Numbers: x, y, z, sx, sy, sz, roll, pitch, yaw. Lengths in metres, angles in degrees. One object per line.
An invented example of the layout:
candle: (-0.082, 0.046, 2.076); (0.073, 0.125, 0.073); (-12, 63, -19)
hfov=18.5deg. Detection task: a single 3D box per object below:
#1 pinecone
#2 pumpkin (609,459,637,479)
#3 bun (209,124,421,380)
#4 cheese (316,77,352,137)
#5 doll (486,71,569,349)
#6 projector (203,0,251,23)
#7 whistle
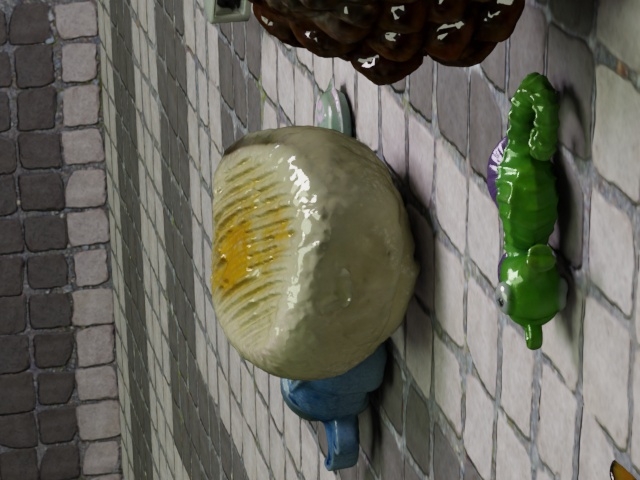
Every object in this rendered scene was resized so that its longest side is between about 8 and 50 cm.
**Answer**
pinecone: (0.042, -0.253, 1.238); (0.296, 0.242, 0.298); (-97, 8, -47)
pumpkin: (0.197, 0.198, 1.234); (0.073, 0.035, 0.101); (-96, 3, -60)
bun: (0.000, 0.000, 1.723); (0.244, 0.153, 0.243); (18, 111, 61)
cheese: (0.015, -0.096, 1.891); (0.067, 0.026, 0.120); (154, 109, -77)
doll: (0.142, -0.019, 1.334); (0.115, 0.050, 0.190); (-135, 43, -76)
projector: (-0.106, -0.412, 2.154); (0.257, 0.079, 0.259); (100, 159, -49)
whistle: (0.008, 0.131, 1.920); (0.269, 0.093, 0.180); (116, 146, -77)
